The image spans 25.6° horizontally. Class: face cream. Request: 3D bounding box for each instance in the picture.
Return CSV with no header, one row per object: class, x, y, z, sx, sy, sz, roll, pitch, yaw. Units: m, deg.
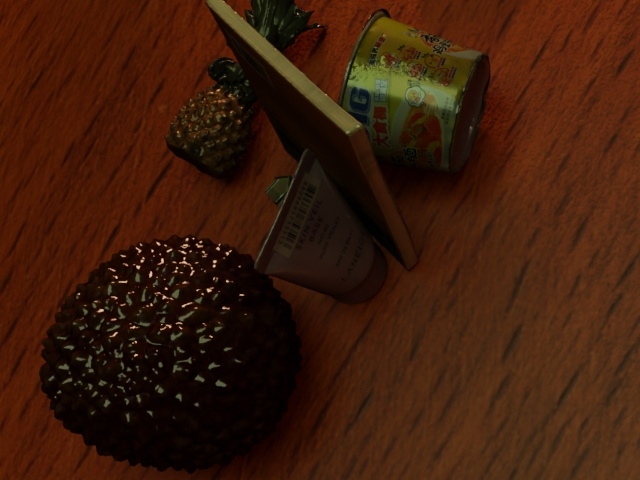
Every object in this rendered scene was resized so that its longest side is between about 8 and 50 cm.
face cream,0.000,0.000,1.716,0.096,0.274,0.154,23,83,25

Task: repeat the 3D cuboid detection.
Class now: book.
book,-0.003,-0.123,1.704,0.028,0.374,0.262,-43,63,-7

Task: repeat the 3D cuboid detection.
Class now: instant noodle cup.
instant noodle cup,0.122,-0.176,1.785,0.153,0.205,0.205,17,79,14

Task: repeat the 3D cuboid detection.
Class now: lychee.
lychee,-0.181,0.140,1.737,0.306,0.330,0.306,8,104,34

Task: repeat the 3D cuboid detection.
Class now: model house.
model house,-0.022,-0.053,1.865,0.058,0.057,0.083,-47,61,6

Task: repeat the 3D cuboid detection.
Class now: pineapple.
pineapple,-0.105,-0.222,1.927,0.277,0.119,0.130,-58,19,-6
